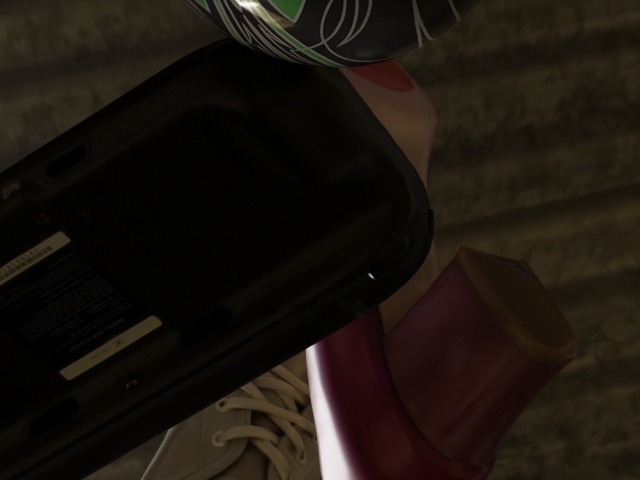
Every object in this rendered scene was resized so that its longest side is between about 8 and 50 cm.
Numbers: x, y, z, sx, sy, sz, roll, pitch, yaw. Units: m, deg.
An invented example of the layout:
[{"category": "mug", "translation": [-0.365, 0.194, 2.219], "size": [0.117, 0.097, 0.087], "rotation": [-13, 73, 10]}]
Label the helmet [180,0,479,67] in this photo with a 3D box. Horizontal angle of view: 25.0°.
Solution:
[{"category": "helmet", "translation": [0.002, -0.146, 0.536], "size": [0.169, 0.169, 0.161], "rotation": [9, -82, -2]}]

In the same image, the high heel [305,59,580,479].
[{"category": "high heel", "translation": [0.000, 0.000, 0.869], "size": [0.181, 0.127, 0.377], "rotation": [-52, -140, 24]}]

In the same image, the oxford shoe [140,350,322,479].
[{"category": "oxford shoe", "translation": [-0.052, 0.161, 1.165], "size": [0.169, 0.130, 0.449], "rotation": [29, -126, -3]}]

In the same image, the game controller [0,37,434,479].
[{"category": "game controller", "translation": [-0.107, 0.031, 0.663], "size": [0.319, 0.067, 0.166], "rotation": [-31, -55, 11]}]
